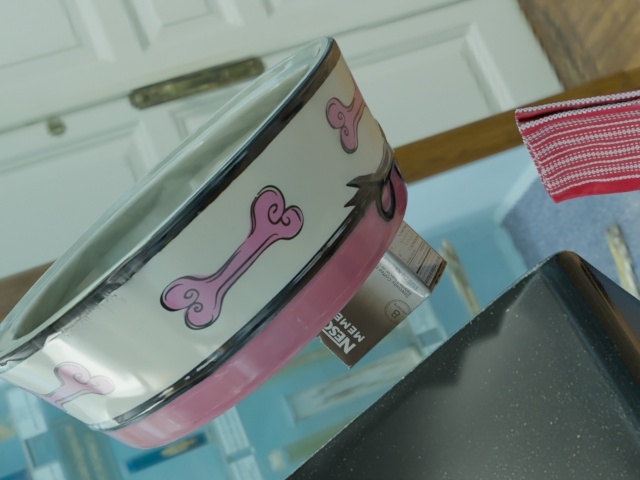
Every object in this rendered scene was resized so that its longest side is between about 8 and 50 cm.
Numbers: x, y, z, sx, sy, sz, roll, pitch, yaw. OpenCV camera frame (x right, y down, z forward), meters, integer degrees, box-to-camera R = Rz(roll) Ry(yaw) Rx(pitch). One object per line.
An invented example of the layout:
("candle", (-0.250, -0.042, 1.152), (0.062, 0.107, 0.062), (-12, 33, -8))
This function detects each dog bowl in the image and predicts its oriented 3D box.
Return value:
("dog bowl", (-0.096, 0.010, 0.930), (0.150, 0.408, 0.408), (47, 169, -14))

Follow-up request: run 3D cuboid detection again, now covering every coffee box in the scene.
("coffee box", (0.000, 0.000, 1.179), (0.246, 0.141, 0.098), (44, -154, -2))

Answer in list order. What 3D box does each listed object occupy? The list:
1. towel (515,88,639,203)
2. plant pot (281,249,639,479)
("towel", (0.343, -0.106, 1.229), (0.275, 0.199, 0.031), (38, -133, -65))
("plant pot", (0.093, 0.141, 0.375), (0.188, 0.187, 0.167), (25, -154, -54))
